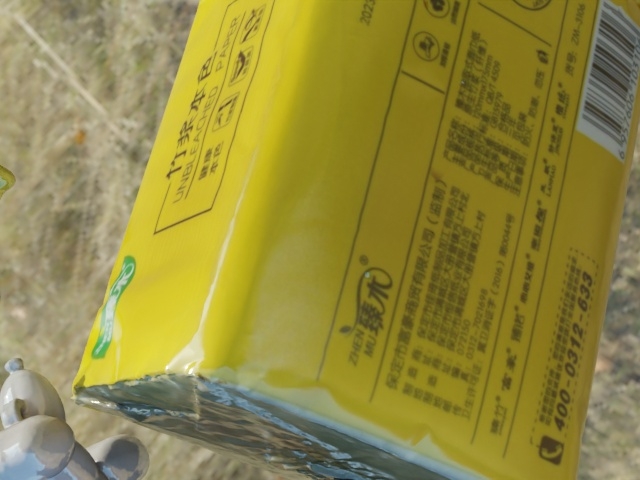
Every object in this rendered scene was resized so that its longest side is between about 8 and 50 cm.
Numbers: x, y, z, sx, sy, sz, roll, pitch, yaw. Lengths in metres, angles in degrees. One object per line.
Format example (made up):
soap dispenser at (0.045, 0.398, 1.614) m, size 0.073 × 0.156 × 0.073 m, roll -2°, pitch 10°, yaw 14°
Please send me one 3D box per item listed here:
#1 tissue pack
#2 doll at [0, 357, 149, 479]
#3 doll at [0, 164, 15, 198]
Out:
tissue pack at (0.041, -0.025, 0.906) m, size 0.293 × 0.381 × 0.228 m, roll 26°, pitch 156°, yaw -26°
doll at (-0.150, 0.153, 0.817) m, size 0.160 × 0.059 × 0.161 m, roll 48°, pitch -161°, yaw -61°
doll at (-0.393, 0.091, 1.234) m, size 0.199 × 0.362 × 0.145 m, roll 14°, pitch 167°, yaw 34°
